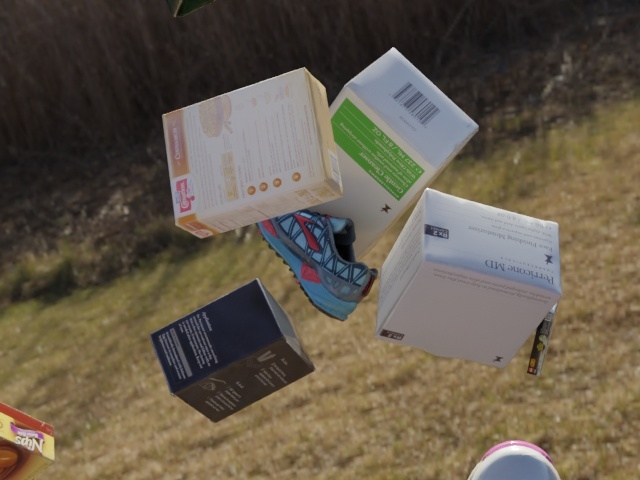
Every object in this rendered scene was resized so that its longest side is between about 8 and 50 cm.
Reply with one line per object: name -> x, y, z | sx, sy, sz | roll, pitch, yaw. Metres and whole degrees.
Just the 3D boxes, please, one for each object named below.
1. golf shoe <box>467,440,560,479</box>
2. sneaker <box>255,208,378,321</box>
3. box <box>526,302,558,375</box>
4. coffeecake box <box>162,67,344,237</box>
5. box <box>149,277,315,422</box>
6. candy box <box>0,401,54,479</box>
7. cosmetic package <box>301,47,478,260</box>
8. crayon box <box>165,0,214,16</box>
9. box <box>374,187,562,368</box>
golf shoe -> 0.151, 0.319, 0.903 | 0.115, 0.306, 0.140 | 9, -8, 5
sneaker -> 0.000, 0.000, 1.753 | 0.125, 0.104, 0.262 | -44, 64, 13
box -> 0.411, 0.168, 2.042 | 0.027, 0.137, 0.094 | 14, 26, 15
coffeecake box -> -0.080, -0.098, 1.276 | 0.186, 0.068, 0.142 | -15, 70, 18
box -> -0.110, 0.145, 1.426 | 0.158, 0.156, 0.093 | -27, 63, 3
candy box -> -0.368, 0.233, 1.106 | 0.187, 0.109, 0.053 | -40, 38, 18
cosmetic package -> 0.068, -0.111, 1.807 | 0.197, 0.365, 0.155 | 42, 48, 4
crayon box -> -0.019, -0.345, 0.888 | 0.323, 0.203, 0.083 | -29, 4, -12
box -> 0.181, 0.052, 1.383 | 0.181, 0.182, 0.119 | 14, 50, -10
